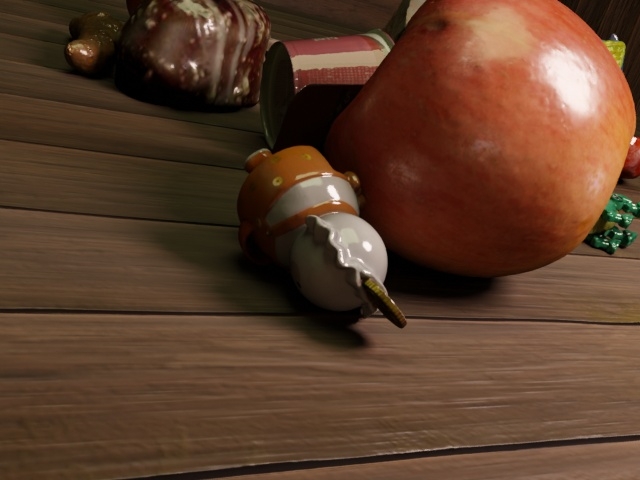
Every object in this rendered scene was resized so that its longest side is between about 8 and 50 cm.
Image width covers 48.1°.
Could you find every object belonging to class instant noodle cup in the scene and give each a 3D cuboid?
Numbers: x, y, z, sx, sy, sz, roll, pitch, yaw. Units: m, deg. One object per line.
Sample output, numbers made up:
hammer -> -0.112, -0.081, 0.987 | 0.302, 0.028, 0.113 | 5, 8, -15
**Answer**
instant noodle cup -> 0.011, -0.234, 1.183 | 0.179, 0.234, 0.235 | -2, 28, -22

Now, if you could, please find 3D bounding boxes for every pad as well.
pad -> 0.015, -0.132, 0.983 | 0.004, 0.181, 0.267 | 34, 28, 23

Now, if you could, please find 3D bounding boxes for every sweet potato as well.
sweet potato -> -0.431, -0.393, 1.386 | 0.114, 0.092, 0.341 | -8, 28, -14

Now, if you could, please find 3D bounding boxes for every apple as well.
apple -> 0.202, -0.123, 0.890 | 0.364, 0.363, 0.364 | 15, 22, -6

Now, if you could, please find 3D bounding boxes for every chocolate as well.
chocolate -> -0.223, -0.375, 1.343 | 0.225, 0.210, 0.340 | 30, 26, 23

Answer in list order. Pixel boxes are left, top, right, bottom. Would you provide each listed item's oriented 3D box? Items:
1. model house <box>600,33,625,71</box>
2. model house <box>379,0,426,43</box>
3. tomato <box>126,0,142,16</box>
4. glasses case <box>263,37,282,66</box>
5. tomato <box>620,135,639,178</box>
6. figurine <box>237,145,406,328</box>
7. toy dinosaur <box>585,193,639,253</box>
model house -> 0.544, -0.351, 1.604 | 0.237, 0.215, 0.303 | 9, 20, 21
model house -> 0.260, -0.403, 1.716 | 0.298, 0.284, 0.243 | 27, 55, -16
tomato -> -0.309, -0.539, 1.642 | 0.270, 0.227, 0.270 | 12, 46, -13
glasses case -> -0.078, -0.436, 1.745 | 0.122, 0.075, 0.314 | 17, 12, -47
tomato -> 0.694, -0.200, 1.747 | 0.228, 0.101, 0.228 | 13, 2, -1
figurine -> 0.006, -0.008, 0.755 | 0.271, 0.143, 0.143 | 31, 26, 34
toy dinosaur -> 0.459, -0.039, 1.220 | 0.153, 0.094, 0.259 | 28, 32, 24
